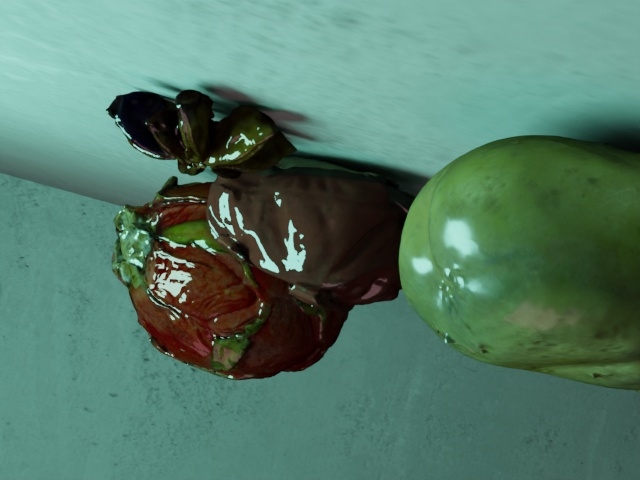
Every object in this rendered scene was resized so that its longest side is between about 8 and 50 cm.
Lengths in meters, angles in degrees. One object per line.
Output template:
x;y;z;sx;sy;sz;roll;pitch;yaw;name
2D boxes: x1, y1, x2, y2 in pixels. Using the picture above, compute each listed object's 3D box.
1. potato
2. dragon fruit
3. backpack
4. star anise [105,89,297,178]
0.183;0.020;0.450;0.296;0.141;0.191;18;158;-24;potato
-0.106;0.051;0.990;0.342;0.278;0.277;12;178;-41;dragon fruit
0.001;-0.002;0.741;0.229;0.139;0.229;16;173;2;backpack
-0.097;-0.084;0.598;0.167;0.057;0.168;16;176;1;star anise
